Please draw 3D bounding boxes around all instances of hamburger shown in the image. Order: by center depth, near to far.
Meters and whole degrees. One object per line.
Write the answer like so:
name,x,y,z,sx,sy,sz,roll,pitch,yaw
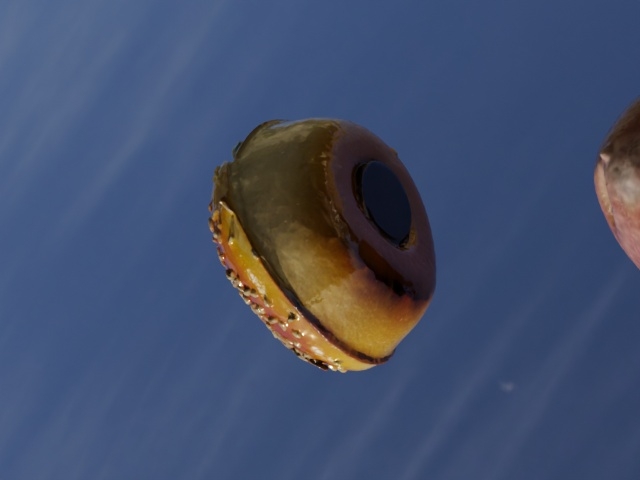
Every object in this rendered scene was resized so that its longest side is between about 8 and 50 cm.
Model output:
hamburger,0.003,0.003,1.293,0.147,0.237,0.237,-28,-134,29

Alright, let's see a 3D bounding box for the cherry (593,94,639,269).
cherry,0.347,-0.026,1.237,0.221,0.307,0.261,-60,-154,10
